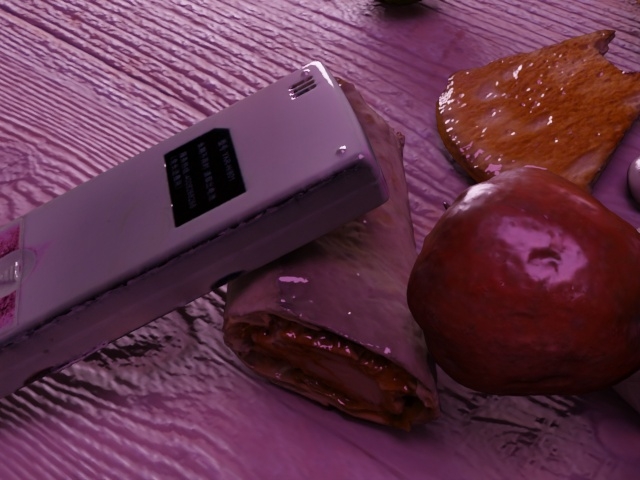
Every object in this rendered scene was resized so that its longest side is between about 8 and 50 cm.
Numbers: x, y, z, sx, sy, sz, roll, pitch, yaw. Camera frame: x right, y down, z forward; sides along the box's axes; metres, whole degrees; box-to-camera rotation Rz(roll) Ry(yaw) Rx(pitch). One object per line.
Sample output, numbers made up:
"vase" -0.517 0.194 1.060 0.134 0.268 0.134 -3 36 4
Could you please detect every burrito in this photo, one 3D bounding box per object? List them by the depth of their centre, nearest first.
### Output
"burrito" 0.004 0.001 0.655 0.143 0.105 0.299 2 45 -3

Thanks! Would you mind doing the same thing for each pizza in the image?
"pizza" 0.213 -0.125 0.816 0.181 0.034 0.262 33 56 27

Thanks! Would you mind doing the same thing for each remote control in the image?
"remote control" -0.126 -0.002 0.606 0.344 0.050 0.145 -27 39 6

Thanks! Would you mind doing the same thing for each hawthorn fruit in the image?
"hawthorn fruit" 0.135 0.040 0.530 0.149 0.149 0.189 -26 48 -22

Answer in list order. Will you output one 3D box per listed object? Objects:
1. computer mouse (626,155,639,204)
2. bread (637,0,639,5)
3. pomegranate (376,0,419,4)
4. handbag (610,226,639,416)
"computer mouse" 0.305 -0.050 0.740 0.096 0.039 0.066 5 47 5
"bread" 0.369 -0.259 0.847 0.133 0.174 0.251 -28 51 -19
"pomegranate" 0.082 -0.314 0.940 0.130 0.130 0.130 0 47 0
"handbag" 0.257 0.040 0.627 0.173 0.095 0.117 -30 52 -15
